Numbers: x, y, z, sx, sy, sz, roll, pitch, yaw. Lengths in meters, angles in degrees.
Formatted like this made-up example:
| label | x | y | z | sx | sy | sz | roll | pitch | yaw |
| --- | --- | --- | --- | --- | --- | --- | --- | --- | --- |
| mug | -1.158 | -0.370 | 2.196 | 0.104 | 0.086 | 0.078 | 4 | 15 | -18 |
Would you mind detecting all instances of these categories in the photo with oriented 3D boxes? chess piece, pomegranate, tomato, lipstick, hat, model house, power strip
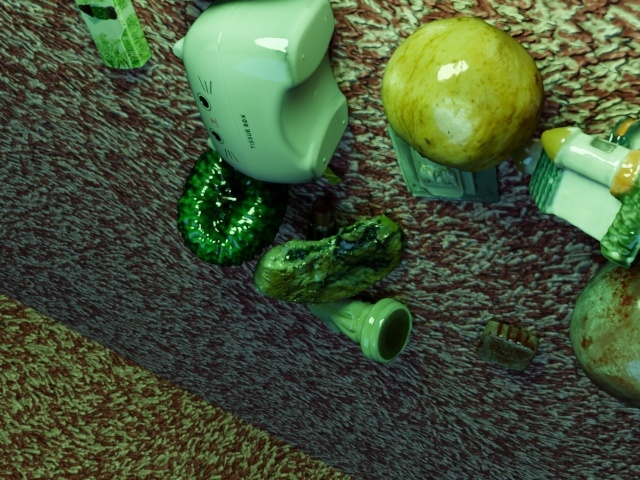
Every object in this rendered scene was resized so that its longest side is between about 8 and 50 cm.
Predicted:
| label | x | y | z | sx | sy | sz | roll | pitch | yaw |
| --- | --- | --- | --- | --- | --- | --- | --- | --- | --- |
| chess piece | 0.083 | 0.208 | 1.796 | 0.298 | 0.176 | 0.176 | 18 | 149 | 37 |
| pomegranate | 0.214 | -0.219 | 1.020 | 0.248 | 0.248 | 0.248 | 18 | 146 | 13 |
| tomato | 0.606 | 0.149 | 1.176 | 0.282 | 0.316 | 0.317 | 44 | 151 | 18 |
| lipstick | 0.000 | 0.000 | 1.603 | 0.081 | 0.081 | 0.300 | 21 | 147 | 10 |
| hat | -0.193 | -0.072 | 1.534 | 0.242 | 0.274 | 0.332 | 35 | 176 | 6 |
| model house | 0.430 | -0.125 | 1.025 | 0.301 | 0.271 | 0.190 | 32 | 131 | 32 |
| power strip | 0.233 | -0.138 | 1.265 | 0.198 | 0.064 | 0.213 | 6 | 143 | 32 |

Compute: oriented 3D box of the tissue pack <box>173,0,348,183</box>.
| label | x | y | z | sx | sy | sz | roll | pitch | yaw |
| --- | --- | --- | --- | --- | --- | --- | --- | --- | --- |
| tissue pack | -0.097 | -0.270 | 1.158 | 0.236 | 0.229 | 0.333 | 12 | 144 | 20 |

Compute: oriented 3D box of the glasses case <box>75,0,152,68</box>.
| label | x | y | z | sx | sy | sz | roll | pitch | yaw |
| --- | --- | --- | --- | --- | --- | --- | --- | --- | --- |
| glasses case | -0.421 | -0.460 | 1.278 | 0.095 | 0.062 | 0.272 | 13 | 145 | 21 |

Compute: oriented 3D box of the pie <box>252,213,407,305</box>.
| label | x | y | z | sx | sy | sz | roll | pitch | yaw |
| --- | --- | --- | --- | --- | --- | --- | --- | --- | --- |
| pie | 0.028 | 0.060 | 1.560 | 0.371 | 0.078 | 0.296 | -20 | 150 | 8 |

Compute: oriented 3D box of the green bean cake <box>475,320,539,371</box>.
| label | x | y | z | sx | sy | sz | roll | pitch | yaw |
| --- | --- | --- | --- | --- | --- | --- | --- | --- | --- |
| green bean cake | 0.468 | 0.264 | 1.663 | 0.135 | 0.056 | 0.136 | 18 | 146 | 11 |

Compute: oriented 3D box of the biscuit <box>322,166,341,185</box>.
| label | x | y | z | sx | sy | sz | roll | pitch | yaw |
| --- | --- | --- | --- | --- | --- | --- | --- | --- | --- |
| biscuit | -0.077 | -0.209 | 1.419 | 0.292 | 0.026 | 0.048 | 35 | 166 | -11 |
